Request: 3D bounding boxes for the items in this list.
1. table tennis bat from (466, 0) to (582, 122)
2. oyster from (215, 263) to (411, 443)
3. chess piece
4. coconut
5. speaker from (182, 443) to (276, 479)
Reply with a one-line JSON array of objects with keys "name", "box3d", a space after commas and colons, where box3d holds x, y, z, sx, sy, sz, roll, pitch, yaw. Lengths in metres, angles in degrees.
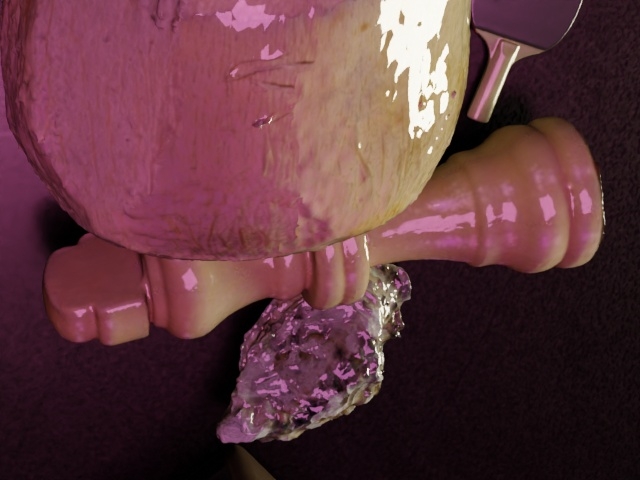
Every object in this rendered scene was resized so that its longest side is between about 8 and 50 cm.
[{"name": "table tennis bat", "box3d": [0.145, -0.161, 1.019, 0.087, 0.013, 0.156, 16, 107, -22]}, {"name": "oyster", "box3d": [-0.002, 0.089, 1.057, 0.125, 0.064, 0.177, 24, 95, -18]}, {"name": "chess piece", "box3d": [0.000, 0.000, 0.980, 0.397, 0.117, 0.117, -11, 115, -14]}, {"name": "coconut", "box3d": [-0.053, -0.119, 0.830, 0.297, 0.297, 0.255, 2, 126, -16]}, {"name": "speaker", "box3d": [-0.044, 0.306, 1.067, 0.153, 0.192, 0.231, -37, 116, 3]}]
